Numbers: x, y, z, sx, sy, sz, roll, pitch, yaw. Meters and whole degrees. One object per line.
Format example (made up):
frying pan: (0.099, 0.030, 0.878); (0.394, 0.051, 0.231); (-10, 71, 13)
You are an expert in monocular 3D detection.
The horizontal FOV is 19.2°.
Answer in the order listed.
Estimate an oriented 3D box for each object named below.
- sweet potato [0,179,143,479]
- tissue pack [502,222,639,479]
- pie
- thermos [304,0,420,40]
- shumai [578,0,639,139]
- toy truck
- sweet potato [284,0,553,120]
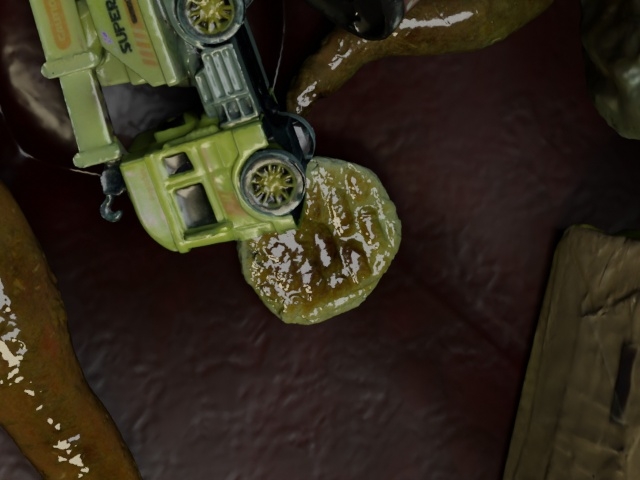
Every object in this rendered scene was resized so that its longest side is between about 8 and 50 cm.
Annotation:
sweet potato: (-0.140, 0.038, 0.837); (0.067, 0.067, 0.274); (-33, 114, -15)
tissue pack: (0.251, 0.116, 0.944); (0.274, 0.167, 0.200); (11, 93, -23)
pie: (0.000, 0.000, 0.908); (0.084, 0.020, 0.084); (-3, 99, -21)
thermos: (0.113, -0.233, 0.874); (0.330, 0.109, 0.136); (-45, 110, -11)
shumai: (0.294, -0.099, 0.881); (0.309, 0.304, 0.263); (-47, 122, -8)
toy truck: (-0.069, -0.077, 0.839); (0.100, 0.077, 0.169); (-16, 107, 9)
sweet potato: (0.045, -0.100, 0.905); (0.153, 0.038, 0.041); (-23, 82, -16)
